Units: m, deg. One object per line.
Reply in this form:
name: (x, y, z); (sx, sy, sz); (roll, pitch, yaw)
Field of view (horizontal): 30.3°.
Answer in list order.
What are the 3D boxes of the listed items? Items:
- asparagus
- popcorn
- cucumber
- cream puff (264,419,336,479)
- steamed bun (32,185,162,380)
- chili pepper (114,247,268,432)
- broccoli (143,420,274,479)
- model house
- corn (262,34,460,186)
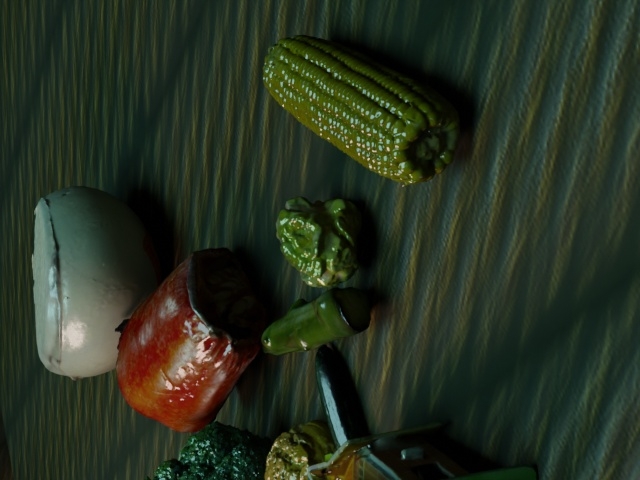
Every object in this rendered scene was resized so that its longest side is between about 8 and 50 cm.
asparagus: (-0.009, 0.128, 1.798); (0.082, 0.085, 0.343); (34, 158, -11)
popcorn: (0.000, 0.000, 1.695); (0.145, 0.126, 0.125); (33, 136, 56)
cucumber: (0.044, 0.294, 1.811); (0.056, 0.056, 0.284); (-38, 69, 57)
cream puff: (-0.020, 0.387, 1.882); (0.189, 0.130, 0.189); (34, 131, 52)
steamed bun: (-0.432, 0.078, 2.292); (0.374, 0.241, 0.374); (176, 90, -73)
chili pepper: (-0.203, 0.162, 2.040); (0.305, 0.229, 0.251); (-46, 25, 41)
broccoli: (-0.180, 0.426, 2.036); (0.270, 0.270, 0.269); (-145, 48, -62)
model house: (0.079, 0.421, 1.592); (0.324, 0.300, 0.340); (-153, 60, -64)
corn: (0.046, -0.180, 1.537); (0.344, 0.131, 0.131); (39, 133, 47)
